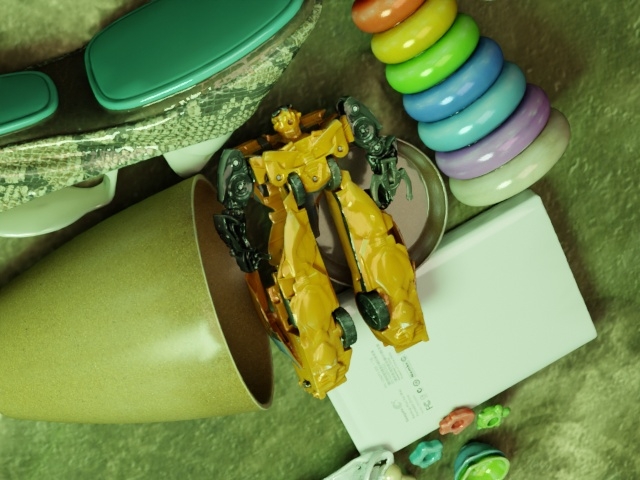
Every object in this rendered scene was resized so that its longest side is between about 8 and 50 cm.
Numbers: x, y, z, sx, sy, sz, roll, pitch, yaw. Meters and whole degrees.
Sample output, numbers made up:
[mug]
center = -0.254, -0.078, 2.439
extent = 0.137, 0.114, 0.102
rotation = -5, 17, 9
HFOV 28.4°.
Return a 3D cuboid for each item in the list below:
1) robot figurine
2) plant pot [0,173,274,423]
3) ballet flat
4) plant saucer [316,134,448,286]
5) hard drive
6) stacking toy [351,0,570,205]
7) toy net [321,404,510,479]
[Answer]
[robot figurine]
center = 0.000, 0.000, 1.274
extent = 0.211, 0.085, 0.291
rotation = -26, 109, -21
[plant pot]
center = -0.201, 0.083, 1.237
extent = 0.254, 0.237, 0.237
rotation = -16, 114, 6
[ballet flat]
center = -0.216, -0.108, 1.202
extent = 0.482, 0.164, 0.182
rotation = -21, 136, -2
[plant saucer]
center = 0.051, -0.033, 1.347
extent = 0.168, 0.029, 0.168
rotation = -2, 106, -8
[hard drive]
center = 0.143, 0.101, 1.428
extent = 0.307, 0.040, 0.203
rotation = -29, 115, -4
[stacking toy]
center = 0.111, -0.197, 1.267
extent = 0.141, 0.141, 0.330
rotation = -38, 110, 0
[toy net]
center = 0.116, 0.256, 1.445
extent = 0.232, 0.045, 0.122
rotation = -9, 136, -24
